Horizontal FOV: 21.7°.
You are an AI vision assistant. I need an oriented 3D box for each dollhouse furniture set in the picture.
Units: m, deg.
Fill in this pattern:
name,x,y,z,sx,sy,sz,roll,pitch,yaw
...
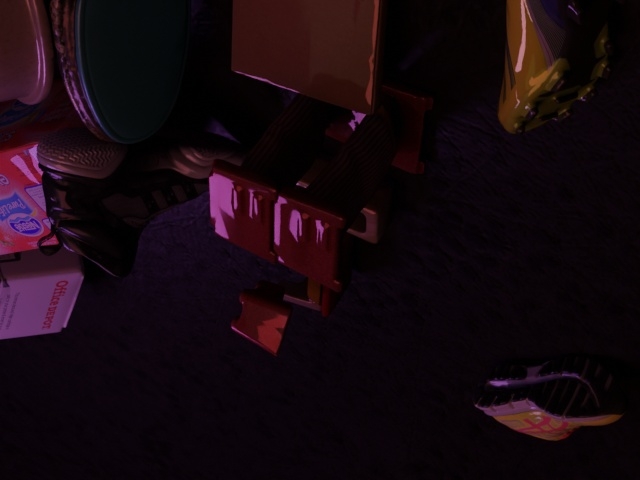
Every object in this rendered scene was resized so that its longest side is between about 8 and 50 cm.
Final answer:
name,x,y,z,sx,sy,sz,roll,pitch,yaw
dollhouse furniture set,0.000,0.000,1.783,0.152,0.201,0.374,24,145,17

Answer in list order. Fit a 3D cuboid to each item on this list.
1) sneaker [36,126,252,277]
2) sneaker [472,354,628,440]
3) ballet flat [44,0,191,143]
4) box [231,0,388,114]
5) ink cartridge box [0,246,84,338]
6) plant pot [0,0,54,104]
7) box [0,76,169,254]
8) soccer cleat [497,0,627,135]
name,x,y,z,sx,sy,sz,roll,pitch,yaw
sneaker,-0.190,-0.042,1.851,0.101,0.268,0.153,35,121,56
sneaker,0.276,0.187,1.903,0.208,0.081,0.094,-1,141,52
ballet flat,-0.223,-0.319,1.647,0.182,0.164,0.483,43,149,31
box,-0.012,-0.232,1.609,0.164,0.021,0.201,20,129,22
ink cartridge box,-0.468,0.050,2.213,0.198,0.272,0.115,122,137,-58
plant pot,-0.483,-0.242,1.697,0.334,0.305,0.334,49,154,35
box,-0.323,-0.092,2.009,0.300,0.142,0.154,-9,128,48
soccer cleat,0.201,-0.202,1.473,0.121,0.093,0.289,57,160,24
